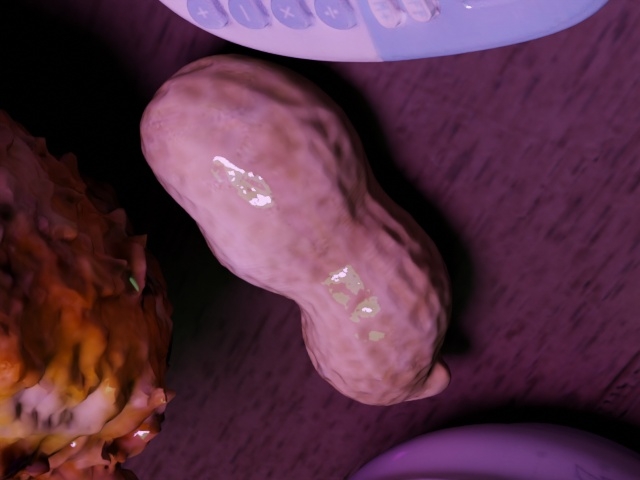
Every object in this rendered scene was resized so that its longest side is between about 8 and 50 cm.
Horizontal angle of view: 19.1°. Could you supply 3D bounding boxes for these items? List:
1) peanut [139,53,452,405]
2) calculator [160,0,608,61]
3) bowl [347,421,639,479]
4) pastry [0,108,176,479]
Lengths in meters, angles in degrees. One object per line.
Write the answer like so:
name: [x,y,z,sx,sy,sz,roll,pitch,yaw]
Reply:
peanut: [0.000,0.001,0.939,0.104,0.086,0.228,-9,129,46]
calculator: [0.026,-0.158,0.794,0.302,0.042,0.188,-7,127,34]
bowl: [0.117,0.203,1.035,0.287,0.144,0.287,15,137,14]
pastry: [-0.249,0.034,0.944,0.337,0.292,0.405,24,172,-36]
